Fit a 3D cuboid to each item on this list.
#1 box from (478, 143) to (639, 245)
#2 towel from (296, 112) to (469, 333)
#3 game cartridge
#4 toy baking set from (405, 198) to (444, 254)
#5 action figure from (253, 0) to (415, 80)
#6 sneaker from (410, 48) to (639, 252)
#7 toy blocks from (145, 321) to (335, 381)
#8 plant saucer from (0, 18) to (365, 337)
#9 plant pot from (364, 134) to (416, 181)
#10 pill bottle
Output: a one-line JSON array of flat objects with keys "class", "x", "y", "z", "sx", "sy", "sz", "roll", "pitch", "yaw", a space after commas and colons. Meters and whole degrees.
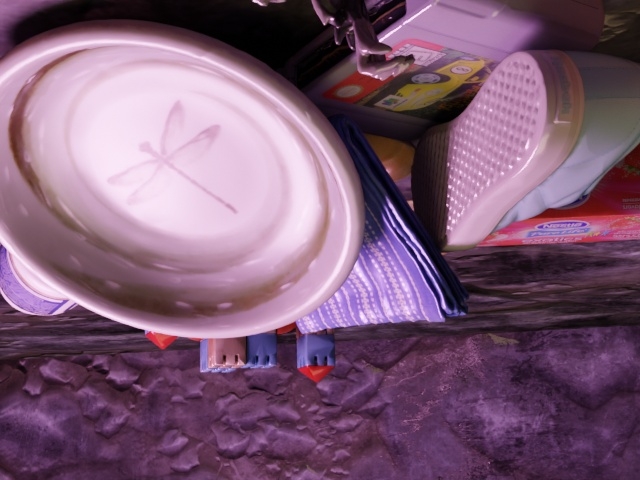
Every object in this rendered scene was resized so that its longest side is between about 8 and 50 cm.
[{"class": "box", "x": 0.276, "y": -0.069, "z": 1.066, "sx": 0.257, "sy": 0.128, "sz": 0.122, "roll": -2, "pitch": 166, "yaw": 5}, {"class": "towel", "x": 0.000, "y": 0.000, "z": 0.998, "sx": 0.040, "sy": 0.243, "sz": 0.336, "roll": -40, "pitch": -168, "yaw": -29}, {"class": "game cartridge", "x": 0.101, "y": -0.165, "z": 0.825, "sx": 0.196, "sy": 0.060, "sz": 0.294, "roll": 2, "pitch": 166, "yaw": -31}, {"class": "toy baking set", "x": 0.132, "y": -0.014, "z": 1.352, "sx": 0.197, "sy": 0.030, "sz": 0.256, "roll": 13, "pitch": 133, "yaw": -24}, {"class": "action figure", "x": 0.037, "y": -0.188, "z": 0.543, "sx": 0.276, "sy": 0.140, "sz": 0.164, "roll": -7, "pitch": 167, "yaw": 8}, {"class": "sneaker", "x": 0.196, "y": -0.068, "z": 0.854, "sx": 0.150, "sy": 0.135, "sz": 0.366, "roll": -1, "pitch": 170, "yaw": -13}, {"class": "toy blocks", "x": -0.129, "y": 0.090, "z": 1.394, "sx": 0.382, "sy": 0.260, "sz": 0.191, "roll": 4, "pitch": 165, "yaw": -20}, {"class": "plant saucer", "x": -0.149, "y": -0.063, "z": 0.905, "sx": 0.401, "sy": 0.100, "sz": 0.400, "roll": 6, "pitch": 135, "yaw": 6}, {"class": "plant pot", "x": 0.004, "y": -0.105, "z": 1.094, "sx": 0.236, "sy": 0.032, "sz": 0.236, "roll": -1, "pitch": 166, "yaw": 0}, {"class": "pill bottle", "x": -0.407, "y": 0.032, "z": 1.353, "sx": 0.153, "sy": 0.153, "sz": 0.265, "roll": 6, "pitch": 164, "yaw": -26}]
